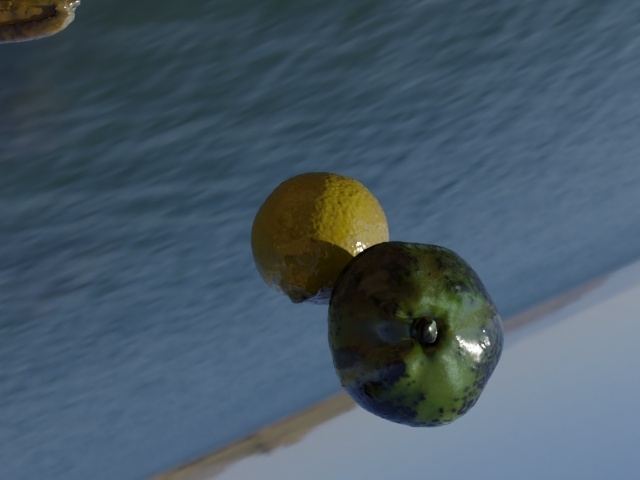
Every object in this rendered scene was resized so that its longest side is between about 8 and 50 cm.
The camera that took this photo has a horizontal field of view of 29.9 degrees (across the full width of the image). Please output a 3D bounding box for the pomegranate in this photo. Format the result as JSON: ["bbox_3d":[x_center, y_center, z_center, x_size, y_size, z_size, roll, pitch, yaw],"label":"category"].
[{"bbox_3d":[0.088,0.114,1.475,0.204,0.222,0.276,8,173,-40],"label":"pomegranate"}]

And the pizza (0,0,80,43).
[{"bbox_3d":[-0.318,-0.299,1.104,0.287,0.251,0.074,-57,-179,12],"label":"pizza"}]

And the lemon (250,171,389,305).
[{"bbox_3d":[0.000,0.000,1.611,0.187,0.187,0.244,-28,-164,29],"label":"lemon"}]
